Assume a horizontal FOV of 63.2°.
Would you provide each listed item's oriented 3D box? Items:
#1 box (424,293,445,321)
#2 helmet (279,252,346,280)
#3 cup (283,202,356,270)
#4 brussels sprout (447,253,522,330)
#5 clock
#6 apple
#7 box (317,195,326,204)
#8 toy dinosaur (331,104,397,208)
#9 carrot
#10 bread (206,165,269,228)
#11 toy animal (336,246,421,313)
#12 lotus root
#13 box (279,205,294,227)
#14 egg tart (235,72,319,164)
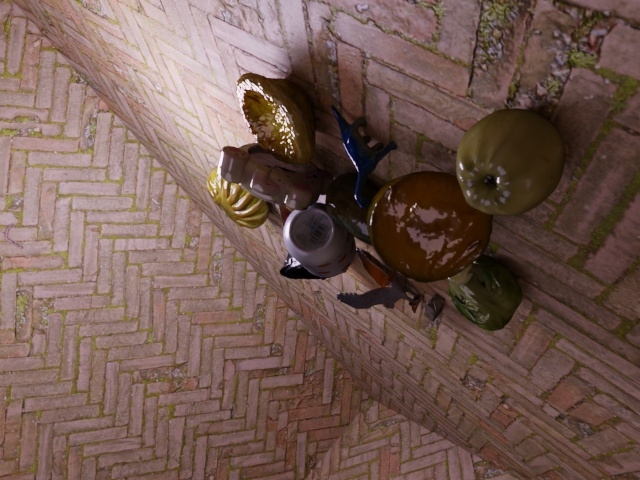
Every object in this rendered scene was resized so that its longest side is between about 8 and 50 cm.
[{"bbox_3d":[0.388,0.229,1.774,0.045,0.062,0.098,37,162,25],"label":"box"},{"bbox_3d":[-0.026,0.059,2.059,0.278,0.161,0.230,-8,162,24],"label":"helmet"},{"bbox_3d":[0.000,0.000,1.737,0.212,0.212,0.317,40,177,14],"label":"cup"},{"bbox_3d":[0.420,0.129,1.356,0.223,0.161,0.223,57,-179,-2],"label":"brussels sprout"},{"bbox_3d":[-0.131,-0.212,1.613,0.309,0.284,0.114,27,118,13],"label":"clock"},{"bbox_3d":[0.332,-0.137,0.917,0.200,0.200,0.200,39,161,16],"label":"apple"},{"bbox_3d":[0.026,-0.148,1.752,0.125,0.043,0.089,26,155,45],"label":"box"},{"bbox_3d":[0.074,-0.214,1.284,0.247,0.188,0.075,44,155,6],"label":"toy dinosaur"},{"bbox_3d":[0.228,-0.034,1.176,0.241,0.241,0.341,46,-175,-4],"label":"carrot"},{"bbox_3d":[-0.379,-0.191,2.340,0.333,0.160,0.333,37,159,17],"label":"bread"},{"bbox_3d":[0.249,0.130,1.836,0.302,0.225,0.284,34,142,-9],"label":"toy animal"},{"bbox_3d":[0.129,-0.085,1.501,0.274,0.152,0.160,32,152,30],"label":"lotus root"},{"bbox_3d":[-0.086,-0.083,2.098,0.159,0.071,0.240,41,162,17],"label":"box"},{"bbox_3d":[-0.107,-0.353,1.460,0.319,0.128,0.319,40,160,18],"label":"egg tart"}]
